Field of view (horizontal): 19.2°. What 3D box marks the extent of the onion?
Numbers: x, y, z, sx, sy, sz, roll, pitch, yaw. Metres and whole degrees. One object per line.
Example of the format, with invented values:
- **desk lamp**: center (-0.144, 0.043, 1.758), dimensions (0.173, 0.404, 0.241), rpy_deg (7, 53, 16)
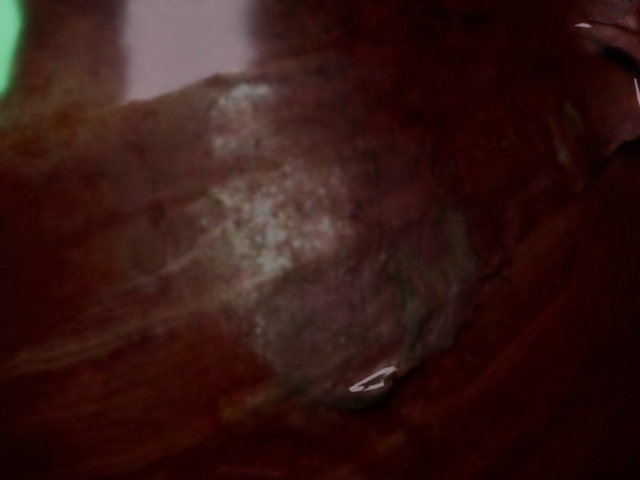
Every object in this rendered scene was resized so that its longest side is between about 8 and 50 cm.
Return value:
- **onion**: center (-0.008, 0.001, 0.626), dimensions (0.341, 0.341, 0.341), rpy_deg (-6, 56, 8)
